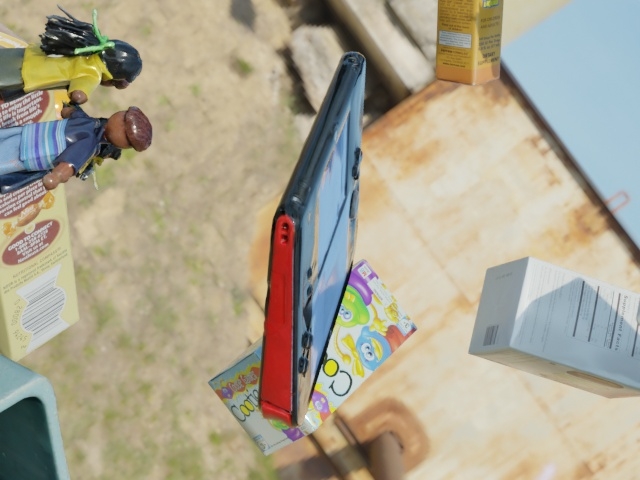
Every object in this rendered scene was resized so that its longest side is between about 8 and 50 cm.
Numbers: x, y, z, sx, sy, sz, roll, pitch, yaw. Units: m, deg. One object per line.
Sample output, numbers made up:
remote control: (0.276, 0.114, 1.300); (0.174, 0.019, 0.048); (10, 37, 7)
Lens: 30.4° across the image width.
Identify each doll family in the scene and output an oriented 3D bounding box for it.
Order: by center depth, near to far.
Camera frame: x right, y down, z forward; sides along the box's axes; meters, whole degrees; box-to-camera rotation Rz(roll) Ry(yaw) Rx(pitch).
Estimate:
doll family: (-0.149, -0.076, 0.675); (0.076, 0.111, 0.193); (86, -4, -45)

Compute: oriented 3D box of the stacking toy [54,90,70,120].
stacking toy: (-0.388, -0.055, 1.422); (0.166, 0.302, 0.175); (30, -2, 45)

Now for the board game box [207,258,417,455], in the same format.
board game box: (-0.008, 0.172, 1.765); (0.142, 0.275, 0.144); (53, -42, -1)

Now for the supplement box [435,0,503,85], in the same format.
supplement box: (0.229, -0.359, 1.793); (0.080, 0.078, 0.233); (15, -64, 40)

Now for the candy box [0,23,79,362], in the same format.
candy box: (-0.311, -0.059, 1.037); (0.183, 0.087, 0.316); (35, -38, 26)

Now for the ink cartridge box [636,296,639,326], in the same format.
ink cartridge box: (0.493, 0.088, 1.345); (0.153, 0.208, 0.087); (53, 38, -21)

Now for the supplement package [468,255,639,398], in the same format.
supplement package: (0.358, 0.128, 1.671); (0.244, 0.133, 0.139); (18, -14, -14)

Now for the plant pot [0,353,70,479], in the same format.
plant pot: (-0.382, 0.207, 0.982); (0.252, 0.248, 0.247); (28, -46, 35)

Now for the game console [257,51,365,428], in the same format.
game console: (0.000, 0.000, 1.445); (0.386, 0.060, 0.342); (-71, 171, -51)
